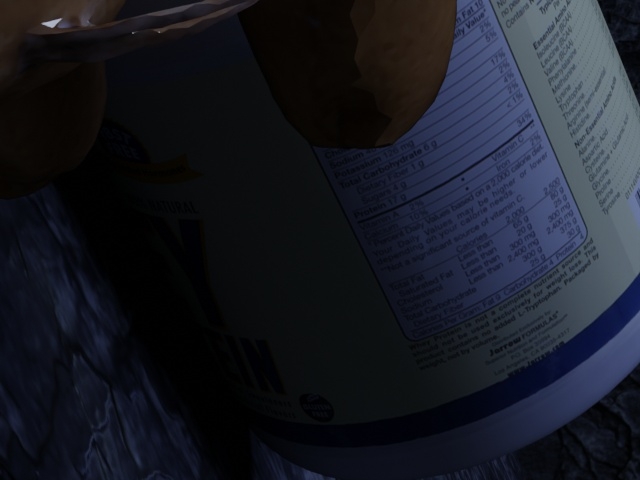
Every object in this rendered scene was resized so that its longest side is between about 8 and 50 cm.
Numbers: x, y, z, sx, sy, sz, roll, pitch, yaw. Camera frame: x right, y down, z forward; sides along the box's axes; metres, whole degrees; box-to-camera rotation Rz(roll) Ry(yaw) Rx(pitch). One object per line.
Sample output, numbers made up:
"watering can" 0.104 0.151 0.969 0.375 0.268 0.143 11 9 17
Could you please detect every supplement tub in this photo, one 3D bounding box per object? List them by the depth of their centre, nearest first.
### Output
"supplement tub" 0.008 -0.079 0.894 0.235 0.235 0.325 -102 166 -61

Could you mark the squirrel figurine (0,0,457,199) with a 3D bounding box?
"squirrel figurine" -0.077 -0.204 0.522 0.370 0.281 0.397 -28 117 -65
